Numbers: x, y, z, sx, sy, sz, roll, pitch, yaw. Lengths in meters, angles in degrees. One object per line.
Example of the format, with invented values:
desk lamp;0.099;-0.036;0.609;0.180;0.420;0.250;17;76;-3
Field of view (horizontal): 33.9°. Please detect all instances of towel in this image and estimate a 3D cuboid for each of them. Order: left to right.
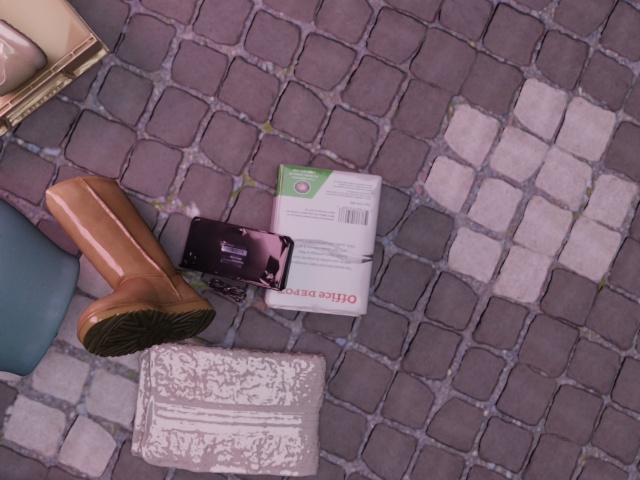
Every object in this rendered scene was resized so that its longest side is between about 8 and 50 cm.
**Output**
towel;-0.134;0.248;1.557;0.282;0.049;0.187;5;91;-8

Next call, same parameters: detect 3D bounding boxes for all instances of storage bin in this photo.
storage bin;-0.483;-0.294;1.464;0.260;0.123;0.262;-39;96;-4

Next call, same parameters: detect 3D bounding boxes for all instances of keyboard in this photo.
keyboard;-0.124;0.032;1.518;0.180;0.023;0.108;12;87;30

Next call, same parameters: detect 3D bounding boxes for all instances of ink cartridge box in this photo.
ink cartridge box;0.000;0.000;1.549;0.153;0.087;0.208;7;90;-7

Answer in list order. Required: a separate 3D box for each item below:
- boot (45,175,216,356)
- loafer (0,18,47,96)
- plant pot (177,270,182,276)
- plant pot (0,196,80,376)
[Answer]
boot;-0.292;0.027;1.402;0.089;0.236;0.269;-50;65;20
loafer;-0.485;-0.279;1.350;0.269;0.102;0.092;32;82;-7
plant pot;-0.240;0.093;1.526;0.082;0.081;0.083;-2;99;-8
plant pot;-0.477;0.057;1.414;0.255;0.272;0.271;27;88;-22
